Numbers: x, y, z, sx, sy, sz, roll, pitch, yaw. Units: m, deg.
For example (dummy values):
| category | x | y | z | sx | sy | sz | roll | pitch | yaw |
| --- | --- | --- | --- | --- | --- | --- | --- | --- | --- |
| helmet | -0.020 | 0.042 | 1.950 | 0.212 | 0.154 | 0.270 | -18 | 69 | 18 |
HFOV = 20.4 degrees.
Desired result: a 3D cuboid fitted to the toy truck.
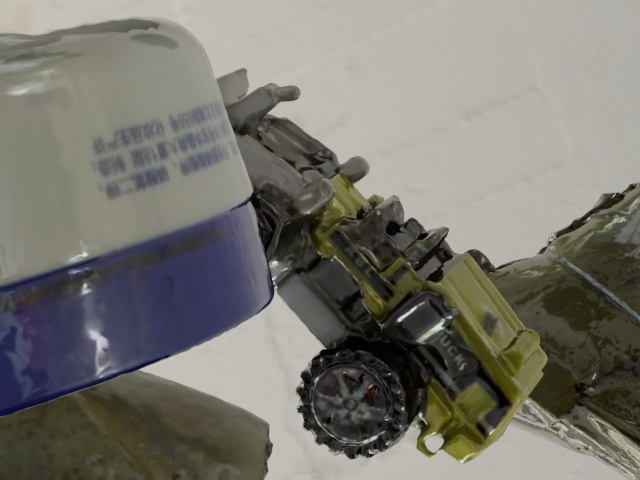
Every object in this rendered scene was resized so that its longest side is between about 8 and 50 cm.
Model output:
| category | x | y | z | sx | sy | sz | roll | pitch | yaw |
| --- | --- | --- | --- | --- | --- | --- | --- | --- | --- |
| toy truck | 0.000 | 0.000 | 0.961 | 0.286 | 0.136 | 0.111 | 46 | -67 | 3 |

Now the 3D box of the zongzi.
| category | x | y | z | sx | sy | sz | roll | pitch | yaw |
| --- | --- | --- | --- | --- | --- | --- | --- | --- | --- |
| zongzi | 0.203 | 0.139 | 1.512 | 0.360 | 0.160 | 0.323 | -20 | -133 | -4 |

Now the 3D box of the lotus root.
| category | x | y | z | sx | sy | sz | roll | pitch | yaw |
| --- | --- | --- | --- | --- | --- | --- | --- | --- | --- |
| lotus root | -0.217 | 0.207 | 1.368 | 0.346 | 0.250 | 0.250 | 15 | -80 | 1 |

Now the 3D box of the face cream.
| category | x | y | z | sx | sy | sz | roll | pitch | yaw |
| --- | --- | --- | --- | --- | --- | --- | --- | --- | --- |
| face cream | -0.125 | -0.003 | 0.594 | 0.206 | 0.206 | 0.111 | -13 | -86 | 37 |
